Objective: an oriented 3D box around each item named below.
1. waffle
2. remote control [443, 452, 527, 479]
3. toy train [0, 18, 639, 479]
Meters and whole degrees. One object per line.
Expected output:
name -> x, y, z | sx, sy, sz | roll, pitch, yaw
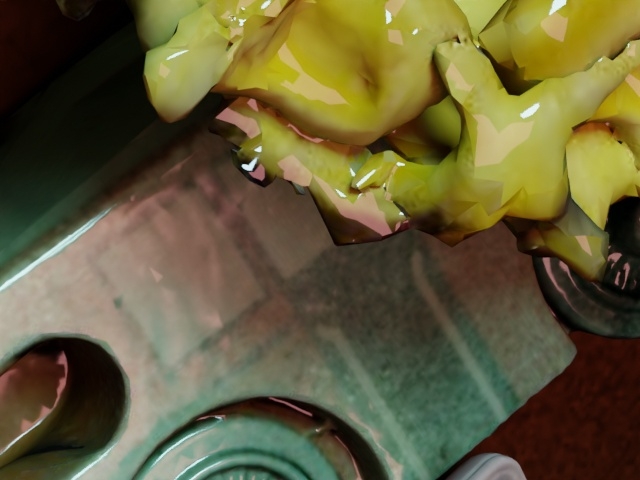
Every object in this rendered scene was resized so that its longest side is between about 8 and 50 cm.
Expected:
waffle -> 0.067, -0.174, 0.484 | 0.382, 0.095, 0.379 | -1, 74, -30
remote control -> -0.036, 0.201, 0.622 | 0.313, 0.055, 0.109 | -41, 124, -21
toy train -> 0.000, 0.000, 0.551 | 0.326, 0.129, 0.159 | -37, 111, -17
